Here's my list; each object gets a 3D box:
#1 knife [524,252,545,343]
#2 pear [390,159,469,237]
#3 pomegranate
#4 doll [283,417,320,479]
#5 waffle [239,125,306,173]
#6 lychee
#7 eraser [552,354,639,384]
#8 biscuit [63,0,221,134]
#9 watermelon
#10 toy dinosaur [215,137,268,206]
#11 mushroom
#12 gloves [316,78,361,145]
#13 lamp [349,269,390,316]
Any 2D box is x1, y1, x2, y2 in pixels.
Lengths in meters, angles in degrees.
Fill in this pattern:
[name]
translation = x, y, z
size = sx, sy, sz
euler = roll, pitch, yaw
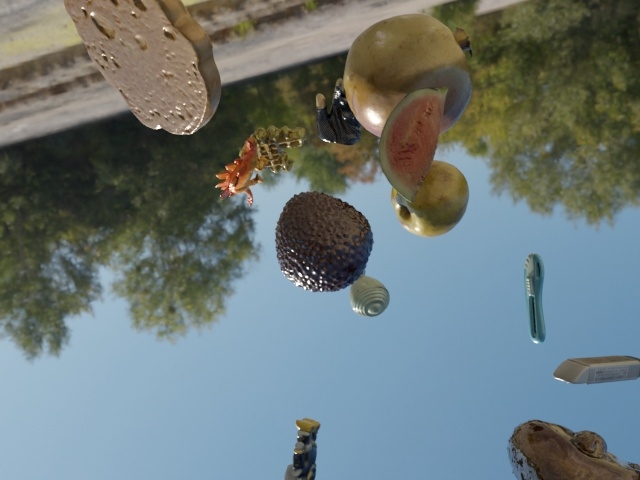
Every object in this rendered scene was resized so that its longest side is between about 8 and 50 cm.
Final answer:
[knife]
translation = 0.525, 0.141, 1.889
size = 0.032, 0.221, 0.064
euler = 0, 176, -30
[pear]
translation = 0.294, -0.114, 2.036
size = 0.209, 0.208, 0.209
euler = -14, -169, 3
[pomegranate]
translation = 0.213, -0.382, 1.790
size = 0.319, 0.319, 0.319
euler = -14, -169, 3
[doll]
translation = -0.044, 0.578, 1.793
size = 0.103, 0.316, 0.145
euler = 7, 173, -7
[waffle]
translation = -0.109, -0.221, 1.831
size = 0.149, 0.051, 0.194
euler = 5, 157, -26
[lychee]
translation = 0.006, 0.003, 1.421
size = 0.195, 0.194, 0.194
euler = -14, -169, 3
[eraser]
translation = 0.832, 0.379, 2.273
size = 0.352, 0.061, 0.089
euler = 3, -175, -32
[biscuit]
translation = -0.323, -0.358, 1.437
size = 0.312, 0.351, 0.057
euler = -20, -156, 51
[watermelon]
translation = 0.182, -0.199, 1.536
size = 0.119, 0.245, 0.063
euler = 13, 171, 40
[toy dinosaur]
translation = -0.187, -0.142, 1.767
size = 0.117, 0.070, 0.288
euler = -31, 163, -25
[mushroom]
translation = 0.439, 0.402, 1.326
size = 0.253, 0.153, 0.253
euler = 27, 173, 3
[gloves]
translation = 0.060, -0.370, 2.193
size = 0.106, 0.180, 0.129
euler = -12, -152, -43
[lamp]
translation = 0.113, 0.125, 2.056
size = 0.106, 0.106, 0.193
euler = -17, -138, -12
